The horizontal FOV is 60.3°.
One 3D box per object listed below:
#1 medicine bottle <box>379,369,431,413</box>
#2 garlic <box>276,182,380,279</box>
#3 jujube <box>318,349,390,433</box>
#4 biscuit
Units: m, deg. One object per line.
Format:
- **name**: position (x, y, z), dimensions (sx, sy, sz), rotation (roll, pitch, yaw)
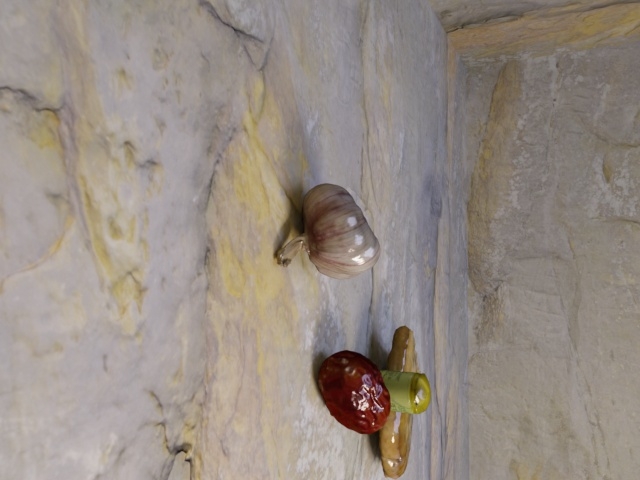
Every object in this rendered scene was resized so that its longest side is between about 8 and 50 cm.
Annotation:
- **medicine bottle**: position (0.204, 0.441, 1.615), dimensions (0.124, 0.239, 0.124), rotation (4, 85, -61)
- **garlic**: position (0.000, 0.000, 1.320), dimensions (0.253, 0.245, 0.244), rotation (-27, 119, -22)
- **jujube**: position (0.092, 0.405, 1.462), dimensions (0.174, 0.174, 0.250), rotation (-59, 139, -48)
- **biscuit**: position (0.262, 0.565, 1.856), dimensions (0.429, 0.104, 0.445), rotation (68, 31, -59)
